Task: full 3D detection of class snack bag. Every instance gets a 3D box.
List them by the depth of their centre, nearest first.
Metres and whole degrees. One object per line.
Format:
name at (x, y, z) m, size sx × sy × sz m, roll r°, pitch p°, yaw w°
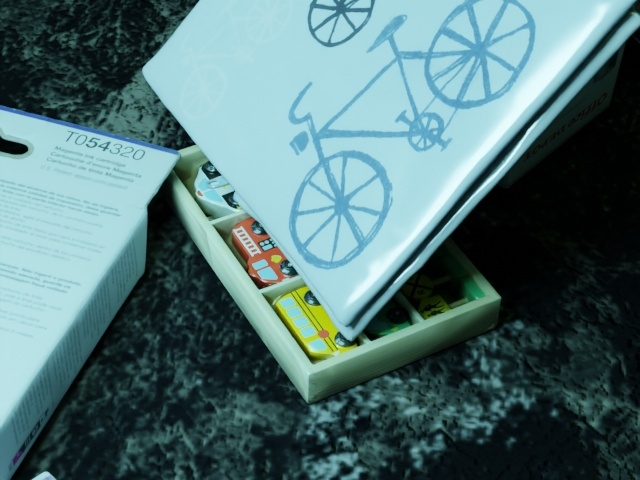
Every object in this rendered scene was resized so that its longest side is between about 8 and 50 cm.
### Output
snack bag at (0.032, -0.147, 1.168) m, size 0.323 × 0.037 × 0.342 m, roll -50°, pitch 54°, yaw 11°

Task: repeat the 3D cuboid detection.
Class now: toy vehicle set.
toy vehicle set at (0.000, 0.000, 1.212) m, size 0.166 × 0.035 × 0.267 m, roll -21°, pitch 48°, yaw -21°

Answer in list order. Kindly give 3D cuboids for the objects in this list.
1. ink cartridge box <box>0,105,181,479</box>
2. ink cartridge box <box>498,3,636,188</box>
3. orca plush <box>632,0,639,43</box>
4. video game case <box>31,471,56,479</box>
ink cartridge box at (-0.314, 0.016, 1.169) m, size 0.324 × 0.071 × 0.330 m, roll 15°, pitch 43°, yaw 14°
ink cartridge box at (0.182, -0.174, 1.264) m, size 0.092 × 0.218 × 0.158 m, roll 37°, pitch 54°, yaw 24°
orca plush at (0.308, -0.234, 1.410) m, size 0.151 × 0.102 × 0.287 m, roll 3°, pitch 45°, yaw 2°
video game case at (-0.198, 0.236, 0.981) m, size 0.157 × 0.019 × 0.143 m, roll -32°, pitch 53°, yaw -28°
